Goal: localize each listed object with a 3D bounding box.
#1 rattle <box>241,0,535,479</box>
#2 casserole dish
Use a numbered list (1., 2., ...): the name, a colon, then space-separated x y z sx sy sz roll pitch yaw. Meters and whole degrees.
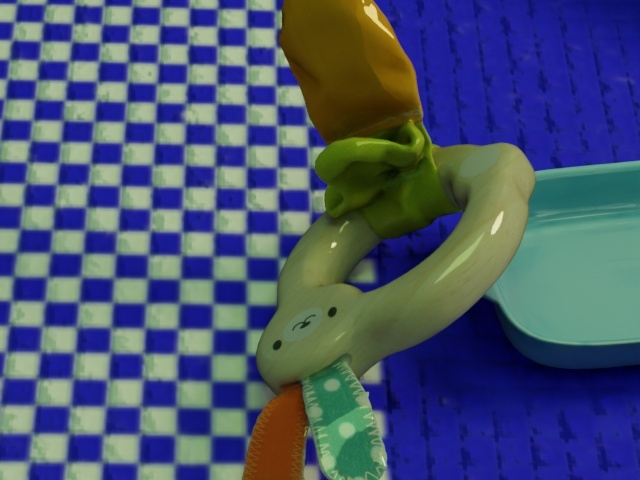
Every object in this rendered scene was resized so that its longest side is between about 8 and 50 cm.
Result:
1. rattle: 0.000 0.000 0.824 0.130 0.143 0.199 16 52 38
2. casserole dish: 0.156 0.013 0.903 0.188 0.037 0.114 -6 47 -9
